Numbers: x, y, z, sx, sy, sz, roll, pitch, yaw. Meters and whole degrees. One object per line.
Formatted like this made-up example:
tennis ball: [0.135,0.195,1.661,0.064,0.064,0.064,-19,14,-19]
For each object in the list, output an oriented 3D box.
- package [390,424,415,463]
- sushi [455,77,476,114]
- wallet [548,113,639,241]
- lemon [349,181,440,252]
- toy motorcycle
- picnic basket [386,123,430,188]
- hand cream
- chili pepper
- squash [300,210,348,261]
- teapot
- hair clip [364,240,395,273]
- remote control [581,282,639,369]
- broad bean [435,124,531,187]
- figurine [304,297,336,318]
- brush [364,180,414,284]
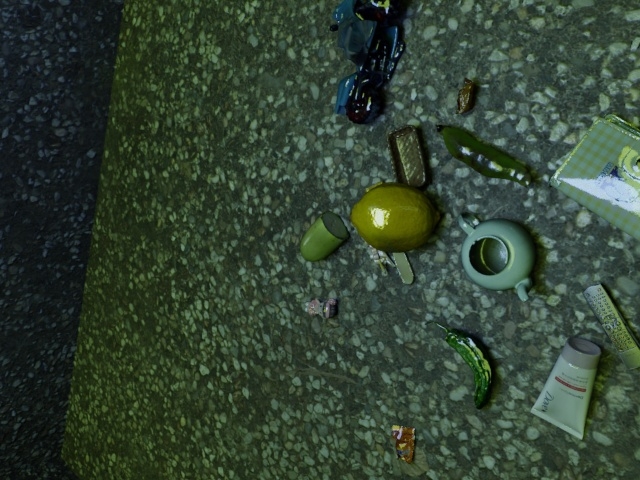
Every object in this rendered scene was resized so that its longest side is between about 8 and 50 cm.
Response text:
package: [0.256,0.633,1.685,0.077,0.033,0.110,-1,86,49]
sushi: [0.403,-0.398,1.507,0.047,0.050,0.099,19,97,31]
wallet: [0.722,-0.133,1.252,0.309,0.077,0.223,44,121,30]
lemon: [0.213,-0.065,1.568,0.260,0.204,0.204,3,95,3]
toy motorcycle: [0.122,-0.577,1.673,0.232,0.172,0.415,27,118,42]
picnic basket: [0.266,-0.245,1.623,0.110,0.055,0.193,-16,82,40]
hand cream: [0.619,0.366,1.358,0.133,0.083,0.247,23,116,38]
chili pepper: [0.415,0.330,1.522,0.122,0.065,0.278,-35,74,31]
squash: [0.000,0.000,1.819,0.186,0.123,0.123,-47,64,34]
teapot: [0.462,0.037,1.429,0.193,0.130,0.294,-49,63,29]
hair clip: [0.165,0.009,1.720,0.056,0.062,0.213,-30,77,5]
remote control: [0.707,0.204,1.303,0.059,0.028,0.212,-37,69,38]
broad bean: [0.431,-0.233,1.485,0.339,0.061,0.077,41,105,30]
figurine: [0.004,0.228,1.864,0.129,0.054,0.072,1,78,46]
brush: [0.223,-0.022,1.692,0.085,0.020,0.336,-26,77,36]
